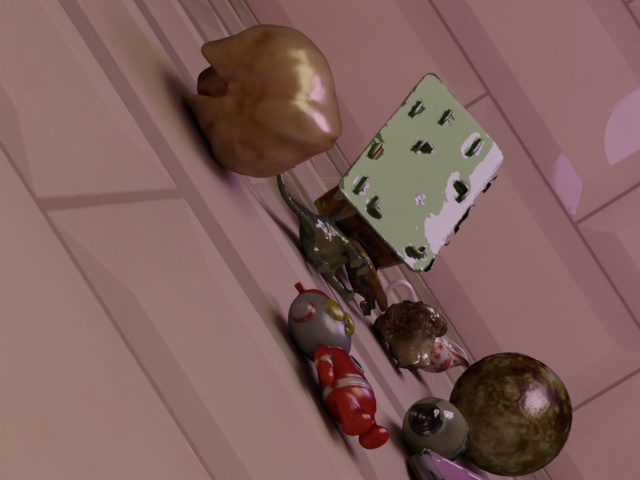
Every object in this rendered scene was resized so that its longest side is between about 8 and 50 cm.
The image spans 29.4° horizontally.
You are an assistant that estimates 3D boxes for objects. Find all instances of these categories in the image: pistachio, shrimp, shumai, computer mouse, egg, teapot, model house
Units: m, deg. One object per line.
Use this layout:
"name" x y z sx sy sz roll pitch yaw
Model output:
"pistachio" -0.085 -0.211 1.830 0.238 0.229 0.321 26 7 -20
"shrimp" 0.079 0.075 2.187 0.187 0.052 0.132 69 -4 -49
"shumai" 0.161 0.181 2.231 0.145 0.145 0.116 48 49 -53
"computer mouse" 0.256 0.406 1.780 0.310 0.072 0.158 29 10 -19
"egg" 0.360 0.335 2.344 0.238 0.238 0.289 59 16 11
"teapot" 0.199 0.181 2.435 0.245 0.116 0.159 56 19 -27
"model house" 0.123 -0.114 2.341 0.242 0.357 0.313 46 -28 -18

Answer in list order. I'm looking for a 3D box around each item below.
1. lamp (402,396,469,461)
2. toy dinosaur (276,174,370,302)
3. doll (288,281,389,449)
"lamp" 0.178 0.293 1.865 0.101 0.101 0.250 61 4 26
"toy dinosaur" 0.007 0.009 2.049 0.147 0.076 0.363 52 -2 32
"doll" 0.016 0.145 1.522 0.142 0.076 0.245 49 15 -52
